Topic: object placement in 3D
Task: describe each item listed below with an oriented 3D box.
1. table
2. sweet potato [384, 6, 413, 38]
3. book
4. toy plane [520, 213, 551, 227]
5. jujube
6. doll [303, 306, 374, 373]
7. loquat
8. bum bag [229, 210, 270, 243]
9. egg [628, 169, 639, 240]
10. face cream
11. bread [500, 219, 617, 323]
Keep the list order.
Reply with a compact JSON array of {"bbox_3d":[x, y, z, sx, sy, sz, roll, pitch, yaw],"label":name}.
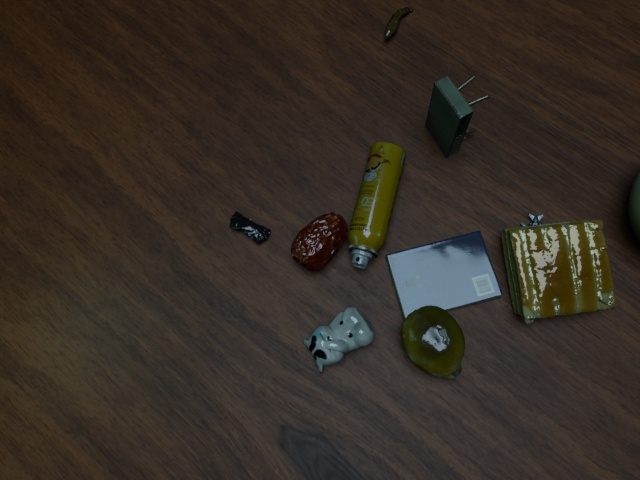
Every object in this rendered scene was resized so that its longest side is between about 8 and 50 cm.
[{"bbox_3d":[0.372,-0.344,1.448,0.111,0.240,0.121,-29,75,-3],"label":"table"},{"bbox_3d":[0.234,-0.680,1.660,0.041,0.038,0.153,39,72,-10],"label":"sweet potato"},{"bbox_3d":[0.331,0.094,1.442,0.269,0.025,0.190,-15,73,1],"label":"book"},{"bbox_3d":[0.584,-0.032,1.453,0.079,0.031,0.083,4,72,22],"label":"toy plane"},{"bbox_3d":[0.000,0.000,1.460,0.176,0.109,0.112,-48,112,-17],"label":"jujube"},{"bbox_3d":[0.050,0.251,1.379,0.181,0.107,0.110,-30,66,-4],"label":"doll"},{"bbox_3d":[0.286,0.256,1.341,0.152,0.152,0.195,-26,66,-3],"label":"loquat"},{"bbox_3d":[-0.203,-0.035,1.518,0.124,0.034,0.058,29,70,11],"label":"bum bag"},{"bbox_3d":[0.900,-0.095,1.347,0.218,0.218,0.295,3,66,6],"label":"egg"},{"bbox_3d":[0.148,-0.093,1.469,0.105,0.105,0.348,14,77,8],"label":"face cream"},{"bbox_3d":[0.607,0.076,1.365,0.239,0.111,0.246,-7,85,5],"label":"bread"}]
